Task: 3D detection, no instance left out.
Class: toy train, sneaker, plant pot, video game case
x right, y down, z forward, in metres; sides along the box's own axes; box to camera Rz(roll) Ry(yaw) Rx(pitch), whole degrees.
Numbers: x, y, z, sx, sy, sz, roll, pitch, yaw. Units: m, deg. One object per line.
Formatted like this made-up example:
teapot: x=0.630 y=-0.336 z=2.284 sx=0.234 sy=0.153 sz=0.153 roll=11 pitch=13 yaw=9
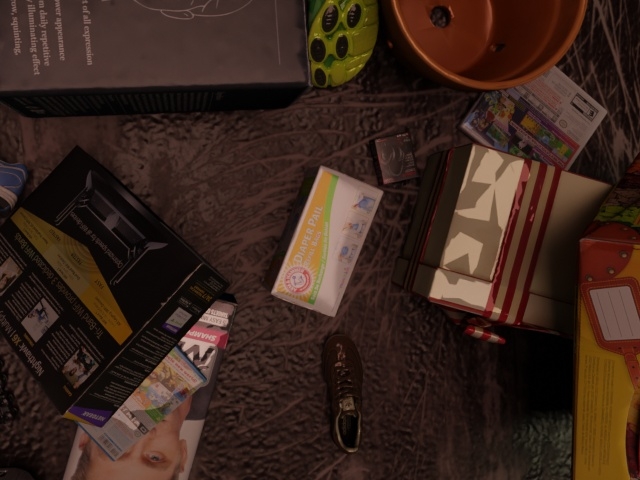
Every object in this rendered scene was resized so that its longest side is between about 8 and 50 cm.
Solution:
toy train: x=-0.481 y=0.192 z=0.996 sx=0.036 sy=0.027 sz=0.158 roll=-14 pitch=96 yaw=0
sneaker: x=0.045 y=0.243 z=1.082 sx=0.066 sy=0.071 sz=0.188 roll=-7 pitch=95 yaw=-11
plant pot: x=0.212 y=-0.355 z=1.016 sx=0.291 sy=0.203 sz=0.290 roll=-1 pitch=94 yaw=-11
sneaker: x=-0.512 y=-0.108 z=0.957 sx=0.211 sy=0.080 sz=0.081 roll=28 pitch=53 yaw=-5
video game case: x=0.356 y=-0.203 z=1.146 sx=0.201 sy=0.023 sz=0.183 roll=36 pitch=86 yaw=-12
video game case: x=-0.258 y=0.204 z=0.939 sx=0.166 sy=0.015 sz=0.119 roll=-41 pitch=98 yaw=-5
sneaker: x=0.027 y=-0.379 z=1.027 sx=0.110 sy=0.123 sz=0.295 roll=-1 pitch=112 yaw=-13

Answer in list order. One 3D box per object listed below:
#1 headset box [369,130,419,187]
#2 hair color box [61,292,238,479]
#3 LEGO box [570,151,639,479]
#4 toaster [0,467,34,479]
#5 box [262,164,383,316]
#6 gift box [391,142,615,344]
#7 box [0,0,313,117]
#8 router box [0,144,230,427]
headset box: x=0.119 y=-0.127 z=1.096 sx=0.062 sy=0.032 sz=0.083 roll=-13 pitch=94 yaw=-11
hair color box: x=-0.251 y=0.230 z=1.004 sx=0.174 sy=0.105 sz=0.347 roll=16 pitch=91 yaw=-11
LEGO box: x=0.491 y=0.161 z=0.945 sx=0.372 sy=0.193 sz=0.500 roll=-36 pitch=126 yaw=-47
toaster: x=-0.498 y=0.408 z=0.954 sx=0.227 sy=0.129 sz=0.146 roll=-3 pitch=90 yaw=-9
box: x=0.000 y=0.000 z=1.038 sx=0.103 sy=0.114 sz=0.203 roll=21 pitch=90 yaw=-12
gift box: x=0.277 y=0.020 z=1.019 sx=0.276 sy=0.255 sz=0.258 roll=17 pitch=91 yaw=-3
box: x=-0.228 y=-0.330 z=0.923 sx=0.396 sy=0.212 sz=0.293 roll=-4 pitch=93 yaw=-11
router box: x=-0.306 y=0.049 z=0.904 sx=0.243 sy=0.081 sz=0.309 roll=-48 pitch=59 yaw=-5
